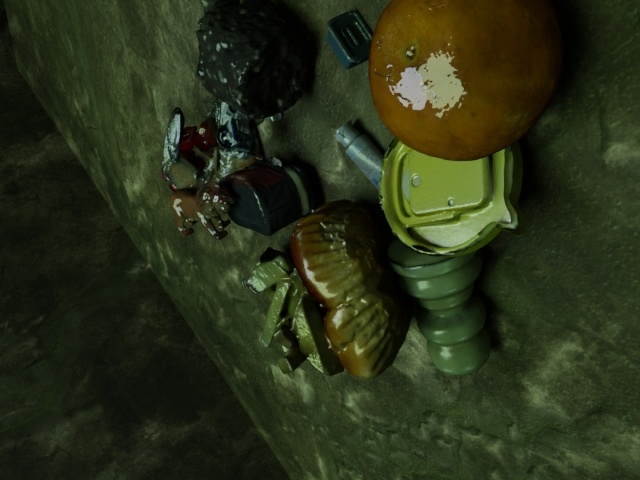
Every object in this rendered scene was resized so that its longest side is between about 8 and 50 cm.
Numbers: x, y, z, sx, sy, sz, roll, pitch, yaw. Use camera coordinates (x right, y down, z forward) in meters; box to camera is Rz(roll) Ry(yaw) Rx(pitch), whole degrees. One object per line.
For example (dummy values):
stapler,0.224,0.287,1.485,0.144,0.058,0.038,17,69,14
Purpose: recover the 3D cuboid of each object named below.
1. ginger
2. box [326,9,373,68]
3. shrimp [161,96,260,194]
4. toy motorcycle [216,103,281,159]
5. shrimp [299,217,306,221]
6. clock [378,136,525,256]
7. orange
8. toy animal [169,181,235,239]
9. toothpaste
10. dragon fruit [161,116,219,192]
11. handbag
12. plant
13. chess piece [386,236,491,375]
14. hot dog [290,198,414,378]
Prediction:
ginger,-0.110,0.208,1.634,0.413,0.211,0.358,39,160,45
box,0.057,-0.387,1.109,0.099,0.074,0.054,58,160,5
shrimp,-0.305,-0.306,1.560,0.085,0.272,0.444,-124,31,-64
toy motorcycle,-0.177,-0.301,1.428,0.150,0.221,0.102,24,163,-31
shrimp,0.000,0.000,1.554,0.190,0.042,0.101,52,169,13
clock,0.233,-0.108,1.008,0.294,0.071,0.276,2,88,47
orange,0.203,-0.258,0.830,0.284,0.226,0.283,14,110,45
toy animal,-0.325,-0.092,1.532,0.312,0.097,0.157,8,122,42
toothpaste,0.121,-0.155,1.232,0.234,0.057,0.089,51,151,3
dragon fruit,-0.355,-0.248,1.698,0.233,0.234,0.293,49,133,19
handbag,-0.139,-0.126,1.503,0.254,0.181,0.181,15,128,54
plant,-0.182,-0.436,1.281,0.312,0.213,0.215,47,150,22
chess piece,0.261,0.135,1.159,0.182,0.182,0.330,16,133,50
hot dog,0.072,0.099,1.196,0.367,0.196,0.365,63,-170,-3
